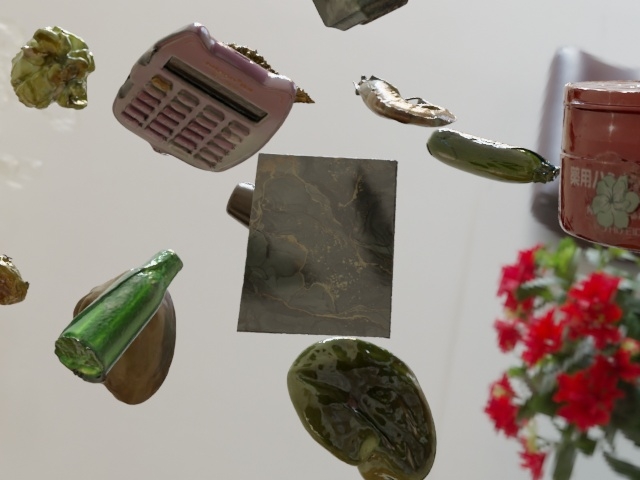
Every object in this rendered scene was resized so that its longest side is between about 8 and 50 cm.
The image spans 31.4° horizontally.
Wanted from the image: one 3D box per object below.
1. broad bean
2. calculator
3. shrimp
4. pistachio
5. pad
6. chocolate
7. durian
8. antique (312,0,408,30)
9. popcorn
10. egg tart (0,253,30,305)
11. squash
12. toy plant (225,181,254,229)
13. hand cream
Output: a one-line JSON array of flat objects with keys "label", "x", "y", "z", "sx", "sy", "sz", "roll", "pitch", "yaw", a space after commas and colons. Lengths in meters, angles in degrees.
[{"label": "broad bean", "x": 0.055, "y": 0.198, "z": 1.325, "sx": 0.072, "sy": 0.206, "sz": 0.153, "roll": -19, "pitch": 27, "yaw": 48}, {"label": "calculator", "x": -0.154, "y": -0.174, "z": 1.451, "sx": 0.294, "sy": 0.194, "sz": 0.043, "roll": -33, "pitch": 33, "yaw": 55}, {"label": "shrimp", "x": 0.128, "y": -0.222, "z": 1.843, "sx": 0.251, "sy": 0.144, "sz": 0.052, "roll": -128, "pitch": 50, "yaw": -57}, {"label": "pistachio", "x": -0.375, "y": 0.193, "z": 2.288, "sx": 0.163, "sy": 0.213, "sz": 0.260, "roll": 11, "pitch": 120, "yaw": 57}, {"label": "pad", "x": 0.000, "y": 0.000, "z": 1.890, "sx": 0.007, "sy": 0.248, "sz": 0.367, "roll": 89, "pitch": -175, "yaw": -54}, {"label": "chocolate", "x": -0.337, "y": 0.116, "z": 1.982, "sx": 0.291, "sy": 0.110, "sz": 0.110, "roll": -52, "pitch": -11, "yaw": -43}, {"label": "durian", "x": -0.109, "y": -0.255, "z": 1.747, "sx": 0.140, "sy": 0.224, "sz": 0.078, "roll": -44, "pitch": -35, "yaw": -66}, {"label": "antique", "x": 0.021, "y": -0.309, "z": 1.157, "sx": 0.086, "sy": 0.183, "sz": 0.088, "roll": -30, "pitch": 8, "yaw": -21}, {"label": "popcorn", "x": -0.428, "y": -0.277, "z": 1.814, "sx": 0.162, "sy": 0.141, "sz": 0.135, "roll": 54, "pitch": -162, "yaw": -57}, {"label": "egg tart", "x": -0.550, "y": 0.062, "z": 1.921, "sx": 0.130, "sy": 0.130, "sz": 0.052, "roll": 113, "pitch": 170, "yaw": -53}, {"label": "squash", "x": 0.347, "y": -0.167, "z": 2.329, "sx": 0.087, "sy": 0.331, "sz": 0.087, "roll": -23, "pitch": -57, "yaw": -42}, {"label": "toy plant", "x": -0.076, "y": -0.042, "z": 2.132, "sx": 0.143, "sy": 0.200, "sz": 0.105, "roll": 105, "pitch": -172, "yaw": -74}, {"label": "hand cream", "x": 0.334, "y": -0.073, "z": 1.062, "sx": 0.230, "sy": 0.230, "sz": 0.149, "roll": -84, "pitch": -7, "yaw": -77}]
